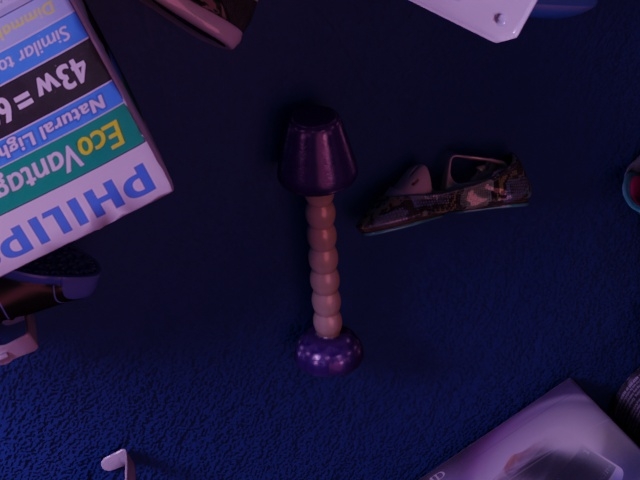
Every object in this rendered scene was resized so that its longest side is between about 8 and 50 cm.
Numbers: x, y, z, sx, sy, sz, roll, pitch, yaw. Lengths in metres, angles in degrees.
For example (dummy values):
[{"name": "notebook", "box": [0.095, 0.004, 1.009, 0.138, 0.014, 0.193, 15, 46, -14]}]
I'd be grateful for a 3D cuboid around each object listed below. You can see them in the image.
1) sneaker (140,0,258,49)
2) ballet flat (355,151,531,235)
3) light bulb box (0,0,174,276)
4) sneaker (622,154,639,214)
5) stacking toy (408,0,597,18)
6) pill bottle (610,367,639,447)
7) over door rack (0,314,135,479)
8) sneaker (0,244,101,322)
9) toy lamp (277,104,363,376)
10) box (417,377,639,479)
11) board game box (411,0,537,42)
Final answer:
[{"name": "sneaker", "box": [-0.137, -0.267, 1.712, 0.217, 0.079, 0.121, 32, 81, -26]}, {"name": "ballet flat", "box": [0.118, -0.051, 1.968, 0.188, 0.070, 0.070, -12, 122, -23]}, {"name": "light bulb box", "box": [-0.359, -0.140, 1.550, 0.358, 0.225, 0.361, -28, 126, -1]}, {"name": "sneaker", "box": [0.380, -0.001, 2.076, 0.178, 0.124, 0.296, 12, 104, -36]}, {"name": "stacking toy", "box": [0.161, -0.353, 1.769, 0.165, 0.175, 0.302, 1, 106, -29]}, {"name": "pill bottle", "box": [0.427, 0.238, 2.162, 0.130, 0.246, 0.130, -12, 122, -20]}, {"name": "over door rack", "box": [-0.348, 0.240, 1.865, 0.324, 0.108, 0.239, -32, 127, -7]}, {"name": "sneaker", "box": [-0.316, 0.048, 1.794, 0.232, 0.081, 0.090, 3, 119, -20]}, {"name": "toy lamp", "box": [0.000, 0.000, 1.922, 0.080, 0.080, 0.275, -14, 124, -19]}, {"name": "box", "box": [0.240, 0.347, 2.101, 0.296, 0.294, 0.183, -33, 124, -6]}, {"name": "board game box", "box": [0.067, -0.405, 1.582, 0.390, 0.050, 0.390, 26, 120, -2]}]
